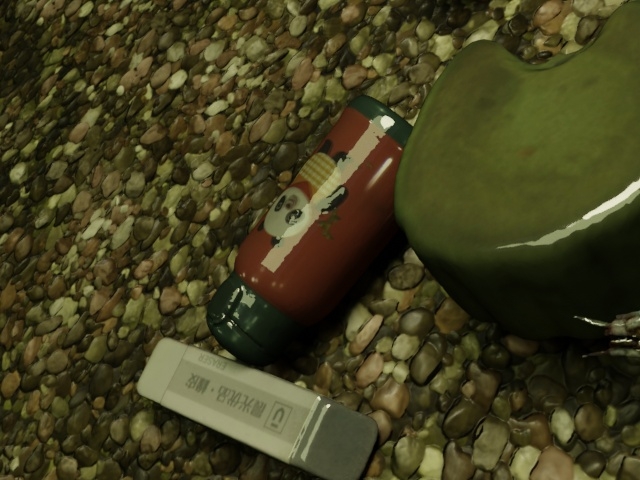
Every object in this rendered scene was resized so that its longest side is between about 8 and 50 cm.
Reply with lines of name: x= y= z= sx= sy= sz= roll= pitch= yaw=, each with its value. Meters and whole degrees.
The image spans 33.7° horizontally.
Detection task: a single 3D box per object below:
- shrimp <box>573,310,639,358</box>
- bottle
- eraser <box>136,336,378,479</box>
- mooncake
shrimp: x=0.414 y=0.083 z=0.837 sx=0.411 sy=0.166 sz=0.221 roll=-6 pitch=101 yaw=14
bottle: x=0.000 y=0.000 z=1.243 sx=0.336 sy=0.144 sz=0.144 roll=-52 pitch=44 yaw=2
eraser: x=-0.083 y=0.195 z=1.235 sx=0.352 sy=0.061 sz=0.089 roll=12 pitch=71 yaw=44
mooncake: x=0.249 y=-0.065 z=1.042 sx=0.351 sy=0.187 sz=0.351 roll=-20 pitch=44 yaw=21
